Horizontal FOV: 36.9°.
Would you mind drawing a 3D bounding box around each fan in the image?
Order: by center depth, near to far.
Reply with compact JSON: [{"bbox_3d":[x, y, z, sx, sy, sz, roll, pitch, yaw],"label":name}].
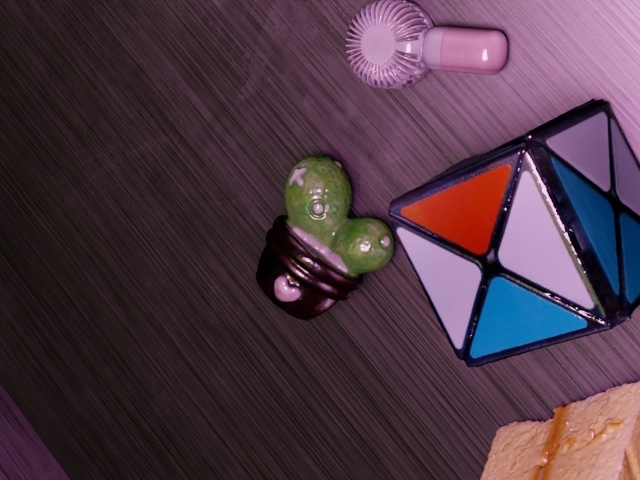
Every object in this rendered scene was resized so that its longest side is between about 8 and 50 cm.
[{"bbox_3d":[0.148,-0.273,1.360,0.244,0.074,0.130,13,107,31],"label":"fan"}]

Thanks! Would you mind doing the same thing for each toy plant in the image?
[{"bbox_3d":[0.000,0.000,1.561,0.218,0.175,0.235,41,104,10],"label":"toy plant"}]

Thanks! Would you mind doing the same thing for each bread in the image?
[{"bbox_3d":[0.407,0.454,1.430,0.346,0.242,0.405,-21,114,47],"label":"bread"}]

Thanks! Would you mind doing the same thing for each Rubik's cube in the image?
[{"bbox_3d":[0.278,-0.012,1.246,0.250,0.248,0.246,-25,93,43],"label":"Rubik's cube"}]
